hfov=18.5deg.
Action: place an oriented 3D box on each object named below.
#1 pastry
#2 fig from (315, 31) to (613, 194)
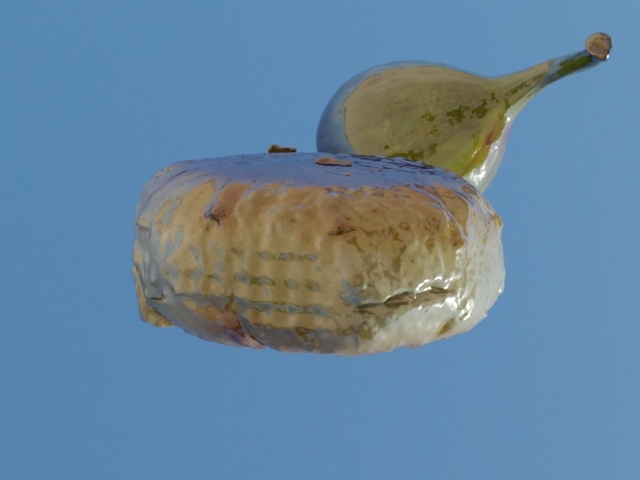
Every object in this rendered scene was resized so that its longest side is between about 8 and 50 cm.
[{"bbox_3d":[0.000,0.000,1.055,0.193,0.182,0.093,4,-79,17],"label":"pastry"},{"bbox_3d":[0.104,-0.090,1.335,0.124,0.236,0.124,34,-140,-35],"label":"fig"}]
